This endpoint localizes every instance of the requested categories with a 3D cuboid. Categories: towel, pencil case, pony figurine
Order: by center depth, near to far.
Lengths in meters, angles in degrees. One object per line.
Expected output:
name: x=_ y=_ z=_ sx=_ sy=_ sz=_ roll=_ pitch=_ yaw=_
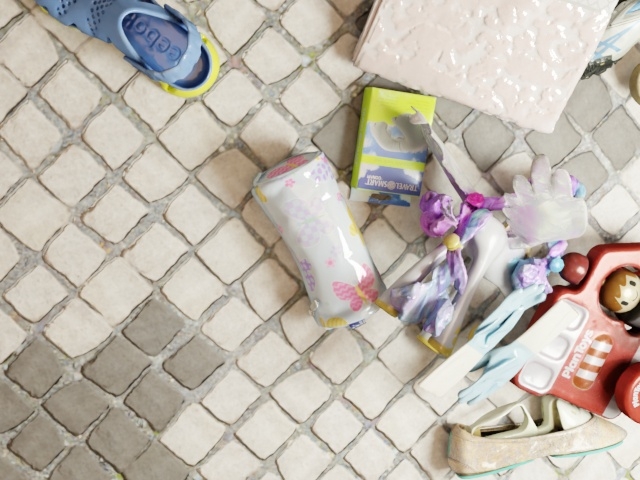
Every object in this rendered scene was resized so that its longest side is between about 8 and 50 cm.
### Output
towel: x=0.250 y=-0.332 z=1.464 sx=0.331 sy=0.053 sz=0.317 roll=19 pitch=126 yaw=-6
pony figurine: x=0.247 y=-0.007 z=1.523 sx=0.363 sy=0.302 sz=0.351 roll=-53 pitch=145 yaw=-2
pencil case: x=0.000 y=0.000 z=1.536 sx=0.124 sy=0.113 sz=0.273 roll=-21 pitch=105 yaw=13

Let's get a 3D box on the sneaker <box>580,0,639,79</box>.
sneaker: x=0.467 y=-0.332 z=1.607 sx=0.237 sy=0.085 sz=0.086 roll=-33 pitch=79 yaw=-2

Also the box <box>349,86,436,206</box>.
box: x=0.111 y=-0.143 z=1.571 sx=0.109 sy=0.042 sz=0.178 roll=6 pitch=98 yaw=-14

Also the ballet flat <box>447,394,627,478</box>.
ballet flat: x=0.362 y=0.316 z=1.683 sx=0.315 sy=0.107 sz=0.106 roll=-10 pitch=95 yaw=-12

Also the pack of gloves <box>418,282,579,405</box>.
pack of gloves: x=0.262 y=0.150 z=1.519 sx=0.232 sy=0.046 sz=0.195 roll=-45 pitch=142 yaw=9

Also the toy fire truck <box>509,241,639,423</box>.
toy fire truck: x=0.464 y=0.138 z=1.626 sx=0.253 sy=0.169 sz=0.302 roll=24 pitch=98 yaw=-19

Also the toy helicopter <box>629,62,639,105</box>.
toy helicopter: x=0.664 y=-0.211 z=1.641 sx=0.355 sy=0.140 sz=0.235 roll=25 pitch=92 yaw=-13

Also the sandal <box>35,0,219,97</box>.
sandal: x=-0.273 y=-0.315 z=1.404 sx=0.317 sy=0.138 sz=0.126 roll=30 pitch=94 yaw=-14
